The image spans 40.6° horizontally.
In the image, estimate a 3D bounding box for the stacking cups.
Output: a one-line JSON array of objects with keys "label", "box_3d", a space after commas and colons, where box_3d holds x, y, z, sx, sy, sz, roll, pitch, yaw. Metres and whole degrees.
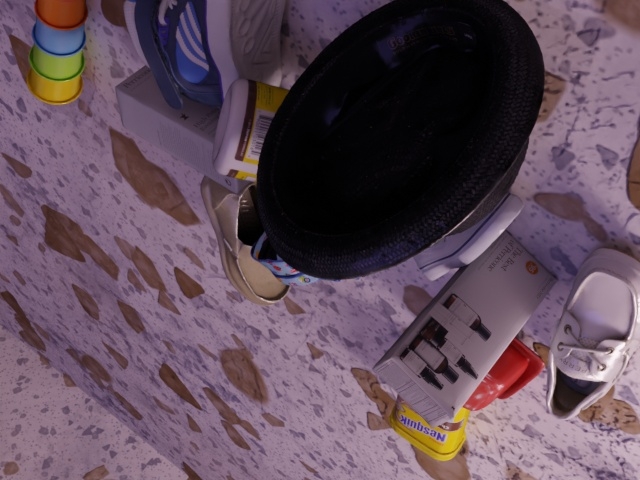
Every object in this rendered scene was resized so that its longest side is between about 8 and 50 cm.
[{"label": "stacking cups", "box_3d": [-0.402, -0.342, 1.358, 0.096, 0.096, 0.316, 43, 145, 4]}]

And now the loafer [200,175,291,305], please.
[{"label": "loafer", "box_3d": [-0.109, 0.002, 1.386, 0.092, 0.102, 0.268, 19, 141, 47]}]

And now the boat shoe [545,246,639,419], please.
[{"label": "boat shoe", "box_3d": [0.319, 0.125, 1.013, 0.098, 0.096, 0.277, 28, 146, 28]}]

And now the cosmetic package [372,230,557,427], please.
[{"label": "cosmetic package", "box_3d": [0.174, 0.097, 1.014, 0.099, 0.239, 0.060, 45, 150, 0]}]

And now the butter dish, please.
[{"label": "butter dish", "box_3d": [0.200, 0.179, 1.203, 0.160, 0.118, 0.160, 40, 150, 9]}]

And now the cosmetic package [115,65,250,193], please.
[{"label": "cosmetic package", "box_3d": [-0.170, -0.174, 1.233, 0.231, 0.117, 0.085, 30, 146, 22]}]

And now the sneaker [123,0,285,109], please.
[{"label": "sneaker", "box_3d": [-0.166, -0.299, 1.058, 0.236, 0.130, 0.323, 31, 153, 16]}]

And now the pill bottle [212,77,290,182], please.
[{"label": "pill bottle", "box_3d": [-0.014, -0.114, 1.036, 0.215, 0.117, 0.117, 12, 154, -15]}]

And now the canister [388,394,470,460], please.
[{"label": "canister", "box_3d": [0.179, 0.264, 1.381, 0.126, 0.073, 0.170, 31, 146, 22]}]

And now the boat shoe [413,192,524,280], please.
[{"label": "boat shoe", "box_3d": [0.160, -0.012, 1.054, 0.076, 0.083, 0.226, 44, 151, 1]}]

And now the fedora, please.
[{"label": "fedora", "box_3d": [0.097, -0.089, 0.892, 0.334, 0.334, 0.152, 11, 166, 44]}]

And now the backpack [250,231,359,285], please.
[{"label": "backpack", "box_3d": [0.000, 0.000, 1.177, 0.158, 0.173, 0.117, 1, 128, 49]}]
